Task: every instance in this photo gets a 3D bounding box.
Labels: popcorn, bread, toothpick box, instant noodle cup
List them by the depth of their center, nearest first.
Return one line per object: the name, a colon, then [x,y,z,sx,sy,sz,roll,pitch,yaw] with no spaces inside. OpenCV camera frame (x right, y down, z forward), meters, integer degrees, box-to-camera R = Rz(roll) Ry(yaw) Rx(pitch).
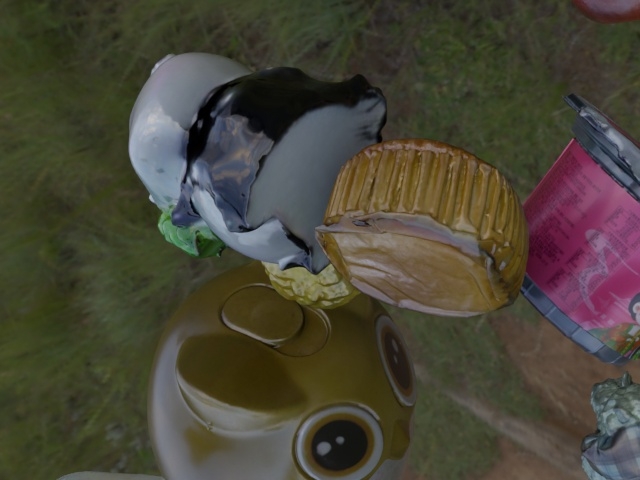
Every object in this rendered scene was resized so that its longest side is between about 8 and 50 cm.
bread: [0.098,-0.012,0.906,0.199,0.104,0.199,14,157,6]
instant noodle cup: [0.297,0.006,1.001,0.302,0.182,0.258,36,-162,-13]
popcorn: [0.000,0.000,1.231,0.180,0.179,0.170,173,98,-65]
toothpick box: [-0.051,0.240,1.478,0.409,0.408,0.425,47,154,36]

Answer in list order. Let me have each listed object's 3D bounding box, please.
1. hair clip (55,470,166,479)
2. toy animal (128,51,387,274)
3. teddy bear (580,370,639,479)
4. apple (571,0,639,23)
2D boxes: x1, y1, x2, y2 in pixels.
hair clip: [-0.335,0.390,1.274,0.113,0.173,0.282,37,133,-18]
toy animal: [-0.084,-0.080,1.006,0.266,0.212,0.213,13,125,41]
teddy bear: [0.265,0.175,0.778,0.133,0.213,0.111,-21,129,30]
apple: [0.517,-0.471,1.673,0.218,0.218,0.201,23,126,57]
